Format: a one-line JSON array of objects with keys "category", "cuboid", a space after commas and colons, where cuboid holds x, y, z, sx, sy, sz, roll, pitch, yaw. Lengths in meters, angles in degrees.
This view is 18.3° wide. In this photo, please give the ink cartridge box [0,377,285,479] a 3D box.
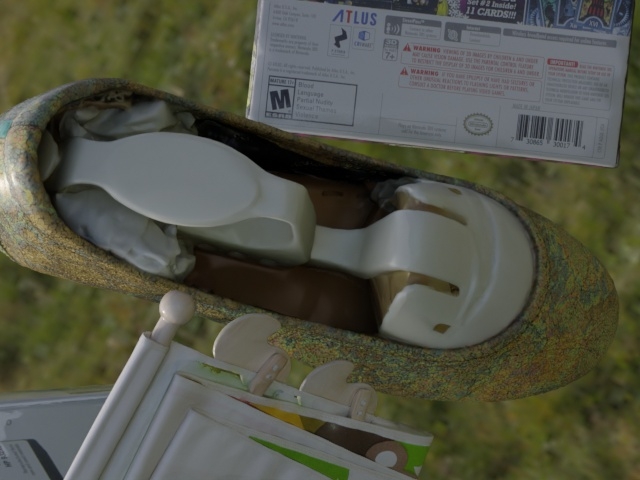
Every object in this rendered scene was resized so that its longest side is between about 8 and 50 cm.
[{"category": "ink cartridge box", "cuboid": [-0.190, 0.150, 1.096, 0.223, 0.307, 0.129, 169, 97, -72]}]

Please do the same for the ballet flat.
[{"category": "ballet flat", "cuboid": [0.000, 0.000, 0.983, 0.123, 0.348, 0.123, -165, 90, -79]}]

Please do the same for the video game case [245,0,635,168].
[{"category": "video game case", "cuboid": [0.078, -0.159, 1.218, 0.042, 0.232, 0.210, -139, 55, -87]}]

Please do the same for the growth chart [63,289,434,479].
[{"category": "growth chart", "cuboid": [-0.021, 0.136, 0.938, 0.172, 0.237, 0.021, -54, 29, 2]}]
